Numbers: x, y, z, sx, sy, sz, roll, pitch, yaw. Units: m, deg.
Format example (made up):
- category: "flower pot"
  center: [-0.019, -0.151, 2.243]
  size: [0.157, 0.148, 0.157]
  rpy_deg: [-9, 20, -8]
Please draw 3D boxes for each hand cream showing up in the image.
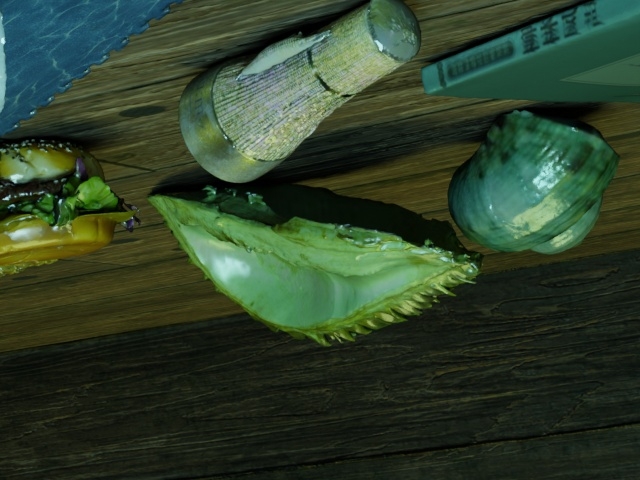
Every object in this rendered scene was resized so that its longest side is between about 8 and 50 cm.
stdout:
- category: "hand cream"
  center: [-0.009, -0.104, 1.084]
  size: [0.084, 0.084, 0.203]
  rpy_deg: [-1, 166, -39]

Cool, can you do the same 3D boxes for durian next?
- category: "durian"
  center: [0.006, -0.008, 1.577]
  size: [0.394, 0.163, 0.198]
  rpy_deg: [12, 149, 47]

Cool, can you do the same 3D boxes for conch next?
- category: "conch"
  center: [0.202, -0.050, 1.527]
  size: [0.176, 0.122, 0.188]
  rpy_deg: [-16, 171, 22]

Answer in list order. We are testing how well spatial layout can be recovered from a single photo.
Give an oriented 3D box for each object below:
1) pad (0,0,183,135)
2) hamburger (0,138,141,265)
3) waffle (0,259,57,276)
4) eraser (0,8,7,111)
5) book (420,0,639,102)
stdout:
- category: "pad"
  center: [-0.212, -0.113, 0.869]
  size: [0.269, 0.012, 0.269]
  rpy_deg: [-1, 161, -42]
- category: "hamburger"
  center: [-0.238, -0.032, 1.341]
  size: [0.164, 0.093, 0.189]
  rpy_deg: [-4, 174, -41]
- category: "waffle"
  center: [-0.336, -0.004, 1.556]
  size: [0.193, 0.070, 0.197]
  rpy_deg: [-9, 173, 18]
- category: "eraser"
  center: [-0.259, -0.078, 0.693]
  size: [0.227, 0.081, 0.174]
  rpy_deg: [-10, -170, -20]
- category: "book"
  center: [0.287, -0.152, 1.156]
  size: [0.264, 0.031, 0.379]
  rpy_deg: [0, 170, -39]
